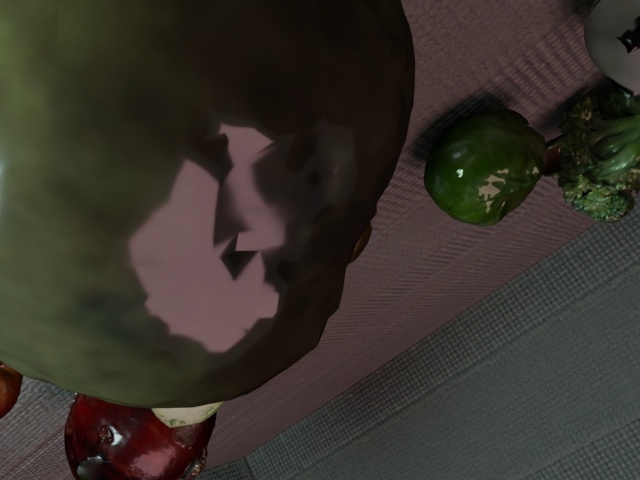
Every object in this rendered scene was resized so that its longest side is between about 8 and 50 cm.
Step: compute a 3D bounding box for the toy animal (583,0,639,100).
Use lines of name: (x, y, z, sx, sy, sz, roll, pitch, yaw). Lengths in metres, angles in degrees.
toy animal: (0.571, -0.372, 1.104, 0.310, 0.251, 0.251, -38, 159, 3)

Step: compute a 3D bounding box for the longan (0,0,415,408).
longan: (-0.139, -0.094, 0.568, 0.403, 0.404, 0.436, -4, 125, -49)

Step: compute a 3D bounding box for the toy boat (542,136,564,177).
toy boat: (0.625, -0.218, 1.708, 0.292, 0.109, 0.099, -22, -169, -5)

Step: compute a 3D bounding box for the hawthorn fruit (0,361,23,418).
hawthorn fruit: (-0.546, 0.173, 0.988, 0.243, 0.208, 0.207, -10, 171, 32)

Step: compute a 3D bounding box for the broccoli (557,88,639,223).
broccoli: (0.685, -0.228, 1.525, 0.338, 0.277, 0.317, -22, 166, -37)

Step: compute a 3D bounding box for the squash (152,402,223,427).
squash: (-0.239, 0.228, 1.339, 0.189, 0.261, 0.189, -5, 174, -1)

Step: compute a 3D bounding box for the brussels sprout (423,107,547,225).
brussels sprout: (0.314, -0.142, 1.341, 0.244, 0.244, 0.244, -25, 159, -10)

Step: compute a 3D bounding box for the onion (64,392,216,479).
onion: (-0.395, 0.397, 1.509, 0.341, 0.341, 0.341, -25, 159, -10)

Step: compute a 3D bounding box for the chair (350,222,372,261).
chair: (0.000, 0.000, 1.275, 0.247, 0.172, 0.159, -63, 178, -73)
